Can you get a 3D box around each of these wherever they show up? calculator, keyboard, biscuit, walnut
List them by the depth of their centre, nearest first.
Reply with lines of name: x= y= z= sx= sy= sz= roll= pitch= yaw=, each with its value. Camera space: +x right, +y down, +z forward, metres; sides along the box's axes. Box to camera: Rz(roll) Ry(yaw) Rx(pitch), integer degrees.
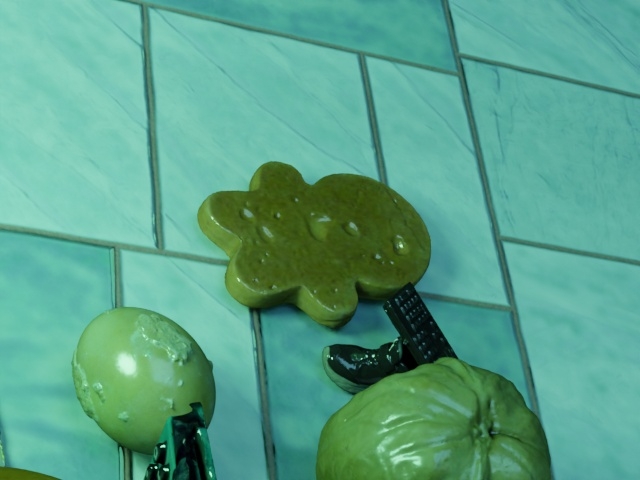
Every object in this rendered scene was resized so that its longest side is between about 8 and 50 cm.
calculator: x=-0.159 y=0.347 z=1.764 sx=0.058 sy=0.248 sz=0.274 roll=1 pitch=54 yaw=-20
walnut: x=0.145 y=0.286 z=1.967 sx=0.282 sy=0.277 sz=0.253 roll=-15 pitch=70 yaw=-24
keyboard: x=0.183 y=0.202 z=2.156 sx=0.310 sy=0.018 sz=0.101 roll=59 pitch=29 yaw=-1
biscuit: x=-0.001 y=0.002 z=2.270 sx=0.355 sy=0.052 sz=0.275 roll=-9 pitch=60 yaw=-36

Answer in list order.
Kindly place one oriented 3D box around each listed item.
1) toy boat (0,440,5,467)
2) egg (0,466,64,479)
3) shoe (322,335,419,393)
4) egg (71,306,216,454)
toy boat: x=-0.412 y=0.226 z=1.879 sx=0.063 sy=0.016 sz=0.115 roll=2 pitch=53 yaw=-28
egg: x=-0.326 y=0.375 z=1.622 sx=0.351 sy=0.282 sz=0.282 roll=16 pitch=47 yaw=-33
shoe: x=0.089 y=0.165 z=2.155 sx=0.169 sy=0.099 sz=0.071 roll=19 pitch=47 yaw=-18
egg: x=-0.214 y=0.171 z=1.940 sx=0.164 sy=0.164 sz=0.201 roll=-25 pitch=66 yaw=-41
